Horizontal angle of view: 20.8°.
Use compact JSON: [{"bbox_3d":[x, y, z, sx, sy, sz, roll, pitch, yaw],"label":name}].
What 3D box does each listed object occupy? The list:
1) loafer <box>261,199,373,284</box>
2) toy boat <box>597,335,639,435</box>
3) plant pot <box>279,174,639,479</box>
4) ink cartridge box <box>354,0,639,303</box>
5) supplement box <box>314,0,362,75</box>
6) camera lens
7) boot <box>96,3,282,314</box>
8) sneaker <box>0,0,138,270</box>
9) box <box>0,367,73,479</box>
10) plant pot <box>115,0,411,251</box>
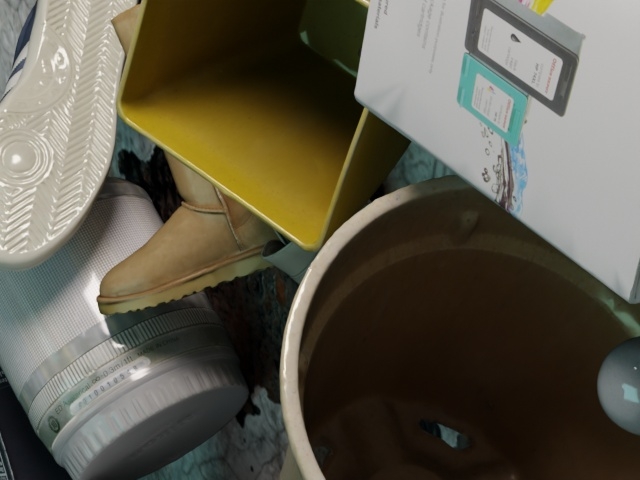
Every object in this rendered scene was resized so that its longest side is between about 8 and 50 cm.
[{"bbox_3d":[0.000,0.000,1.507,0.319,0.111,0.112,60,152,-2],"label":"loafer"},{"bbox_3d":[0.325,0.094,1.084,0.318,0.148,0.267,5,110,54],"label":"toy boat"},{"bbox_3d":[0.103,0.168,1.322,0.334,0.334,0.305,59,155,17],"label":"plant pot"},{"bbox_3d":[0.192,-0.130,1.120,0.270,0.198,0.197,40,134,37],"label":"ink cartridge box"},{"bbox_3d":[0.008,-0.179,1.499,0.062,0.036,0.098,21,124,48],"label":"supplement box"},{"bbox_3d":[-0.224,0.089,1.793,0.274,0.219,0.219,58,144,19],"label":"camera lens"},{"bbox_3d":[-0.138,-0.086,1.636,0.089,0.236,0.269,-38,-71,-80],"label":"boot"},{"bbox_3d":[-0.264,-0.115,1.736,0.148,0.131,0.350,128,161,-64],"label":"sneaker"},{"bbox_3d":[-0.373,0.164,2.073,0.296,0.183,0.294,-14,93,58],"label":"box"},{"bbox_3d":[-0.002,-0.157,1.356,0.212,0.187,0.212,35,129,20],"label":"plant pot"}]
